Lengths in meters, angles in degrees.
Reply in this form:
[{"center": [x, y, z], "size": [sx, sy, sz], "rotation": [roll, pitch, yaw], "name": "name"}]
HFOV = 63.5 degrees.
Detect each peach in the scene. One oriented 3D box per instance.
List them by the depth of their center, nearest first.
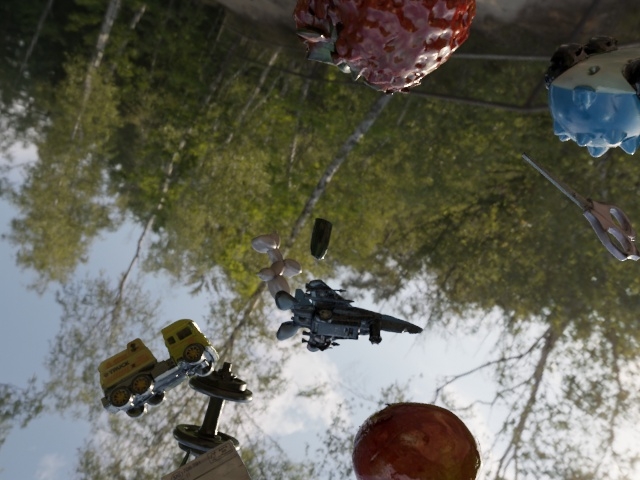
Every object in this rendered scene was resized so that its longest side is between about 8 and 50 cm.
[{"center": [0.277, 0.632, 1.506], "size": [0.370, 0.370, 0.370], "rotation": [25, -159, -10], "name": "peach"}]

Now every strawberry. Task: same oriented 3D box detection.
[{"center": [0.128, -0.402, 0.774], "size": [0.267, 0.351, 0.312], "rotation": [17, -164, -35], "name": "strawberry"}]

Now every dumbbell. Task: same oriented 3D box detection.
[{"center": [-0.298, 0.486, 1.447], "size": [0.192, 0.290, 0.192], "rotation": [15, 169, 3], "name": "dumbbell"}]

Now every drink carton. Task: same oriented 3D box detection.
[{"center": [-0.204, 0.474, 0.954], "size": [0.134, 0.222, 0.102], "rotation": [-24, -120, -26], "name": "drink carton"}]

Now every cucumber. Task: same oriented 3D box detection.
[{"center": [0.000, 0.000, 1.250], "size": [0.048, 0.105, 0.048], "rotation": [10, 159, 4], "name": "cucumber"}]

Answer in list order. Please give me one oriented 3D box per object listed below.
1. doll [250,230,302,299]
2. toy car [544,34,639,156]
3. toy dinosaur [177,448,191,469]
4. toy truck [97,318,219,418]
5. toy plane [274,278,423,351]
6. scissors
[{"center": [-0.119, 0.053, 1.333], "size": [0.160, 0.059, 0.161], "rotation": [51, -143, -24], "name": "doll"}, {"center": [0.504, -0.243, 0.888], "size": [0.255, 0.190, 0.188], "rotation": [-27, -143, -35], "name": "toy car"}, {"center": [-0.366, 0.611, 1.067], "size": [0.087, 0.447, 0.301], "rotation": [38, 173, 16], "name": "toy dinosaur"}, {"center": [-0.396, 0.295, 1.240], "size": [0.272, 0.124, 0.157], "rotation": [-30, -118, -14], "name": "toy truck"}, {"center": [0.047, 0.141, 0.868], "size": [0.246, 0.169, 0.078], "rotation": [12, -142, 10], "name": "toy plane"}, {"center": [0.323, -0.050, 0.641], "size": [0.189, 0.015, 0.100], "rotation": [39, -136, -5], "name": "scissors"}]
